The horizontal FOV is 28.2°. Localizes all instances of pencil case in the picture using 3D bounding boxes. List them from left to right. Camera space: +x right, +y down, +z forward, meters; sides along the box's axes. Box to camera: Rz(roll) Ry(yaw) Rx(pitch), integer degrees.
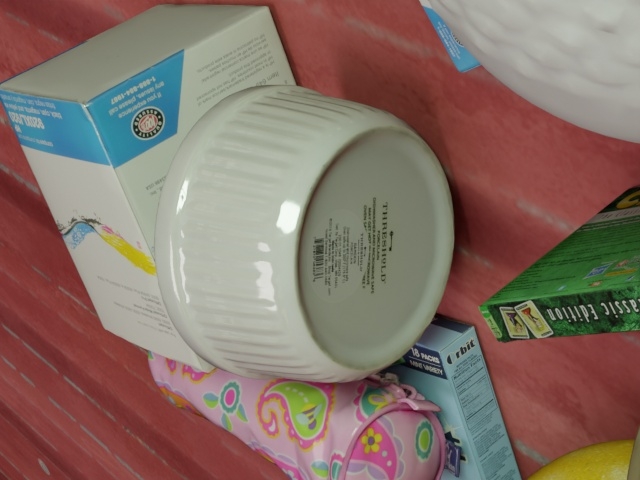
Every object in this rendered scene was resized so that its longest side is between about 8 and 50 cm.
[{"bbox_3d":[-0.022,0.130,1.038,0.284,0.124,0.124,24,139,47],"label":"pencil case"}]

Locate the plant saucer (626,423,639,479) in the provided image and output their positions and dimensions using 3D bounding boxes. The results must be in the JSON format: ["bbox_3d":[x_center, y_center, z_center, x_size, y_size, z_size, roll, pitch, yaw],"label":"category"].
[{"bbox_3d":[0.257,0.106,0.542,0.041,0.278,0.278,33,167,-35],"label":"plant saucer"}]

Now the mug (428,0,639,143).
[{"bbox_3d":[0.082,-0.210,0.392,0.374,0.276,0.328,17,146,18],"label":"mug"}]

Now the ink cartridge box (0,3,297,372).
[{"bbox_3d":[-0.111,-0.048,1.011,0.168,0.171,0.233,14,131,52],"label":"ink cartridge box"}]

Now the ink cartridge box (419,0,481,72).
[{"bbox_3d":[0.105,-0.153,0.688,0.089,0.052,0.122,60,153,-8],"label":"ink cartridge box"}]

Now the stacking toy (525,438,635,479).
[{"bbox_3d":[0.182,0.238,0.787,0.350,0.350,0.480,43,134,23],"label":"stacking toy"}]

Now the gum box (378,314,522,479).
[{"bbox_3d":[0.083,0.139,1.041,0.157,0.041,0.184,16,131,52],"label":"gum box"}]

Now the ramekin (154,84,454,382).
[{"bbox_3d":[0.000,0.000,0.863,0.109,0.207,0.207,10,129,42],"label":"ramekin"}]

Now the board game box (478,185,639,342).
[{"bbox_3d":[0.200,-0.002,0.608,0.030,0.136,0.259,59,153,-10],"label":"board game box"}]
